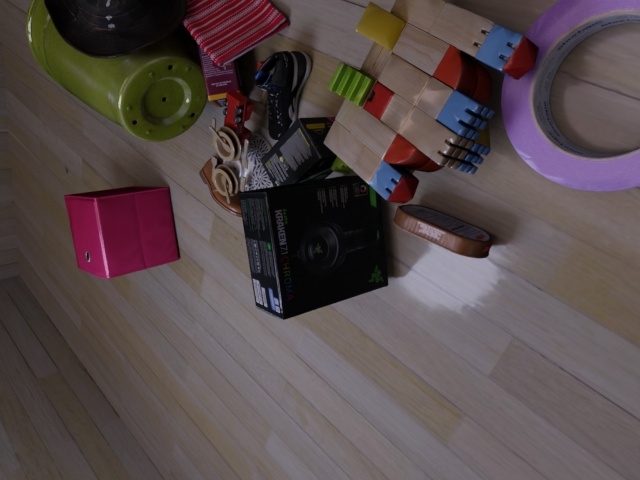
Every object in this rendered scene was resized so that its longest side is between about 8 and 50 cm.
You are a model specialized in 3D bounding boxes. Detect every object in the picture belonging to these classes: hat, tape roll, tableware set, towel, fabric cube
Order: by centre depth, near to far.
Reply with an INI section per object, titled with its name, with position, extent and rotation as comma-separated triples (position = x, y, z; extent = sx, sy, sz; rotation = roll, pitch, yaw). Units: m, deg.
[tape roll]
position = 0.406, -0.210, 0.625
extent = 0.275, 0.090, 0.274
rotation = 13, 111, 38
[hat]
position = -0.457, -0.566, 0.965
extent = 0.331, 0.331, 0.134
rotation = 55, 166, 15
[towel]
position = -0.227, -0.543, 1.039
extent = 0.274, 0.199, 0.031
rotation = 53, 172, 16
[tableware set]
position = -0.240, -0.188, 1.115
extent = 0.128, 0.039, 0.194
rotation = 35, 135, 23
[fabric cube]
position = -0.671, -0.041, 1.521
extent = 0.254, 0.259, 0.258
rotation = 9, 108, 41

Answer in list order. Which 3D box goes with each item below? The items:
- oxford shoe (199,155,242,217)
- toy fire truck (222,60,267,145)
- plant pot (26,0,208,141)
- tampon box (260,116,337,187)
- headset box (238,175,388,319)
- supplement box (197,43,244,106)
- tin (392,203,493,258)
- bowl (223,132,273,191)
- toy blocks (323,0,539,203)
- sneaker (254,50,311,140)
[oxford shoe]
position = -0.264, -0.152, 1.254
extent = 0.212, 0.076, 0.076
rotation = 51, 122, 19
[toy fire truck]
position = -0.171, -0.326, 1.092
extent = 0.047, 0.135, 0.192
rotation = 38, 139, 19
[plant pot]
position = -0.482, -0.445, 1.151
extent = 0.353, 0.367, 0.366
rotation = 46, 128, 23
[tampon box]
position = -0.031, -0.187, 0.999
extent = 0.161, 0.120, 0.101
rotation = -35, 79, 42
[headset box]
position = 0.000, 0.000, 0.929
extent = 0.131, 0.283, 0.246
rotation = 10, 109, 56
[supplement box]
position = -0.247, -0.439, 1.113
extent = 0.081, 0.104, 0.188
rotation = -10, 98, -1
[tin]
position = 0.224, -0.021, 0.831
extent = 0.190, 0.106, 0.040
rotation = 28, 119, 32
[bowl]
position = -0.201, -0.195, 1.177
extent = 0.170, 0.080, 0.170
rotation = 13, 111, 38
[toy blocks]
position = 0.170, -0.211, 0.721
extent = 0.261, 0.191, 0.381
rotation = 50, 122, 36
[sneaker]
position = -0.109, -0.329, 1.026
extent = 0.079, 0.121, 0.216
rotation = 40, 126, 27
